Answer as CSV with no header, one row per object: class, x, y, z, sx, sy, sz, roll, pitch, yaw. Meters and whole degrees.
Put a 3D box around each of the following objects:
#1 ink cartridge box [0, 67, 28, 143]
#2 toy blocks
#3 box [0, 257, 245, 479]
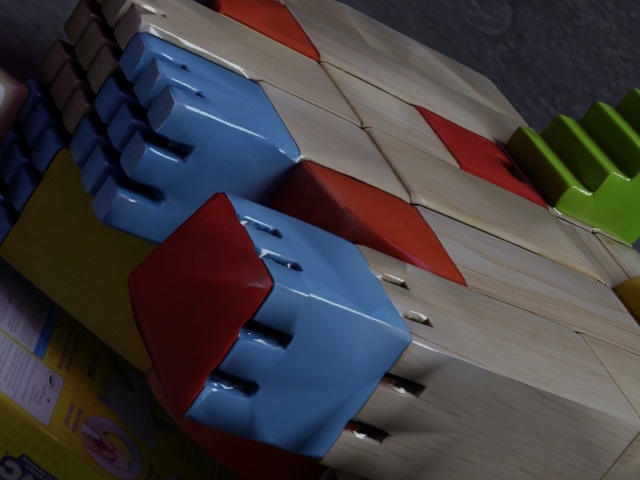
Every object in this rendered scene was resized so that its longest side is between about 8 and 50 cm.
ink cartridge box,-0.207,-0.062,0.453,0.193,0.088,0.235,36,8,1
toy blocks,0.000,0.000,0.598,0.261,0.191,0.381,22,24,-33
box,-0.066,0.079,0.586,0.179,0.043,0.105,39,21,-15
